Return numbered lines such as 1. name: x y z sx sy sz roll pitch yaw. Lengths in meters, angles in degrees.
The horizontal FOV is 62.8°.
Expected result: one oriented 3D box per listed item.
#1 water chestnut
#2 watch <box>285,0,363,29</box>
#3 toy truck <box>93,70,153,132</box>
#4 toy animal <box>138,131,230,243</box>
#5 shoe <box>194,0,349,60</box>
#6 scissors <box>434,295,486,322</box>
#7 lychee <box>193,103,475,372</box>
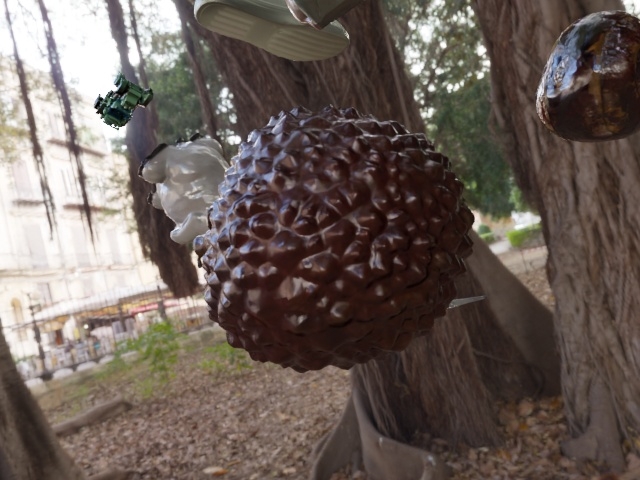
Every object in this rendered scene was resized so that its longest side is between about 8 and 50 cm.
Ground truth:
1. water chestnut: 0.484 -0.281 0.933 0.224 0.223 0.238 -13 23 -21
2. watch: -0.041 -0.446 0.710 0.162 0.253 0.241 -26 -10 23
3. toy truck: -0.415 -0.276 1.086 0.080 0.078 0.154 26 -29 -35
4. toy animal: -0.215 -0.078 1.173 0.258 0.357 0.194 -54 -10 -15
5. shoe: -0.103 -0.525 1.179 0.363 0.160 0.132 5 -18 -29
6. scissors: 0.320 0.161 1.312 0.189 0.100 0.015 -12 13 9
7. lychee: 0.000 0.000 0.527 0.300 0.264 0.264 -3 0 16
